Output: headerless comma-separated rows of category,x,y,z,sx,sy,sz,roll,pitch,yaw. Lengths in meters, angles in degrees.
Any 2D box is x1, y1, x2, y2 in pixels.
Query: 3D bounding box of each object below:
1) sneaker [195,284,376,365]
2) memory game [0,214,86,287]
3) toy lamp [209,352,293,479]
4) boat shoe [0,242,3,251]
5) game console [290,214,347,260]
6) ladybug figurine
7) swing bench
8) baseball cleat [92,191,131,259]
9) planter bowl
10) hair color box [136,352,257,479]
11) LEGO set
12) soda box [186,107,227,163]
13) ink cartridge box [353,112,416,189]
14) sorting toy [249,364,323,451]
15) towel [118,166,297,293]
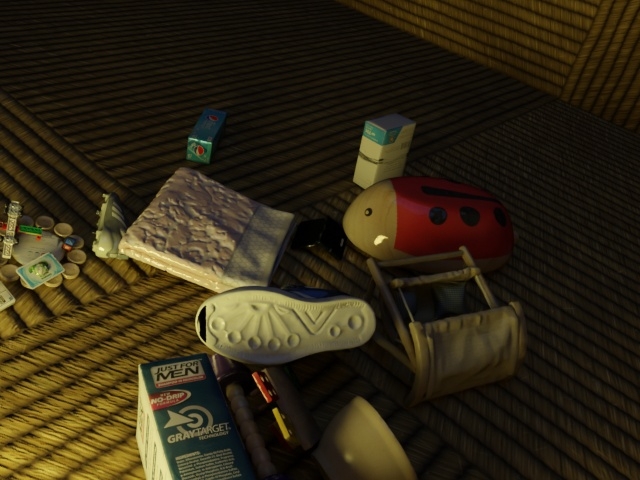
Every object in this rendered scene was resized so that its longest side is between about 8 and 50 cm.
sneaker,-0.082,0.145,1.110,0.322,0.130,0.236,1,-3,-22
memory game,-0.560,0.020,1.213,0.186,0.012,0.186,16,44,-16
toy lamp,-0.118,0.288,0.972,0.080,0.080,0.275,-5,42,-25
boat shoe,-0.676,0.031,1.175,0.125,0.038,0.046,-22,64,-40
game console,0.000,0.000,1.471,0.107,0.071,0.122,40,32,-15
ladybug figurine,0.283,-0.051,1.505,0.449,0.162,0.305,5,35,-13
swing bench,0.234,0.158,1.194,0.253,0.165,0.255,-7,40,-28
baseball cleat,-0.433,-0.025,1.327,0.109,0.072,0.206,16,37,-22
planter bowl,0.055,0.331,0.916,0.109,0.162,0.162,-29,49,-15
hair color box,-0.155,0.335,0.804,0.105,0.174,0.347,-6,39,-27
LEGO set,-0.595,0.028,1.159,0.182,0.060,0.244,49,45,1
soda box,-0.318,-0.299,1.731,0.067,0.071,0.210,13,35,-3
ink cartridge box,0.179,-0.246,1.720,0.139,0.191,0.082,-22,47,-41
sorting toy,-0.058,0.266,0.953,0.046,0.274,0.132,-33,77,1
towel,-0.228,-0.022,1.349,0.316,0.053,0.332,22,34,-3
